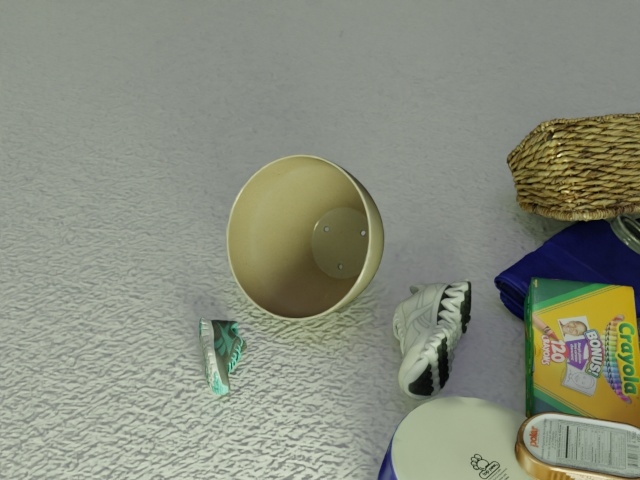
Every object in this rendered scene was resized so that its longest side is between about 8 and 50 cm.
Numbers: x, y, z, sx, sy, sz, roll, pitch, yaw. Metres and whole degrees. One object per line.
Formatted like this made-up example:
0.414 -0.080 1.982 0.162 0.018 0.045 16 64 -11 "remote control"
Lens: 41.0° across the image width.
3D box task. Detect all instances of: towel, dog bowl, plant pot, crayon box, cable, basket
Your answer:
0.491 0.082 1.571 0.308 0.076 0.227 -29 54 -34 "towel"
0.210 0.341 1.160 0.264 0.104 0.265 9 35 -6 "dog bowl"
0.000 0.000 1.532 0.284 0.284 0.191 25 8 27 "plant pot"
0.410 0.199 1.344 0.165 0.081 0.279 5 54 5 "crayon box"
0.648 0.051 1.529 0.139 0.072 0.287 -24 75 -42 "cable"
0.553 -0.112 1.739 0.299 0.213 0.223 -8 70 -21 "basket"

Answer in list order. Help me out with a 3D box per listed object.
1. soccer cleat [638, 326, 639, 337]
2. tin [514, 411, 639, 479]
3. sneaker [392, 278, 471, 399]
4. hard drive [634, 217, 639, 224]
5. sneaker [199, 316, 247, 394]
0.569 0.177 1.453 0.076 0.068 0.196 23 35 32 "soccer cleat"
0.355 0.280 1.133 0.189 0.040 0.106 6 33 14 "tin"
0.171 0.161 1.435 0.118 0.110 0.292 7 29 20 "sneaker"
0.675 0.002 1.712 0.094 0.022 0.135 -16 41 -21 "hard drive"
-0.157 0.185 1.419 0.076 0.065 0.166 -4 39 -13 "sneaker"
